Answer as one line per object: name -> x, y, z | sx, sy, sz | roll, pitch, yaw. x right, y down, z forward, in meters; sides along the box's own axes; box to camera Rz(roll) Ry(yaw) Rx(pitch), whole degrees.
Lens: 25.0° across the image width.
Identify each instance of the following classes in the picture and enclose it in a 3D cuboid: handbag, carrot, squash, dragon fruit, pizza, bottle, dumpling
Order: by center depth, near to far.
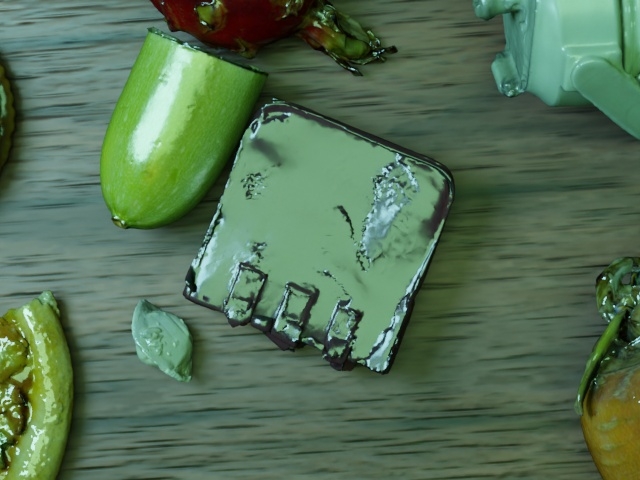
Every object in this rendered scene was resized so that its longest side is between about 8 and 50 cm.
bottle -> 0.303, -0.196, 1.226 | 0.352, 0.229, 0.229 | -8, 87, -1
carrot -> 0.327, 0.160, 1.229 | 0.193, 0.214, 0.331 | -31, 83, 7
squash -> -0.134, -0.093, 1.304 | 0.123, 0.123, 0.186 | 24, 90, 4
handbag -> 0.000, 0.000, 1.319 | 0.203, 0.074, 0.216 | 20, 91, 4
dragon fruit -> -0.045, -0.218, 1.319 | 0.246, 0.125, 0.125 | 28, 75, -12
dumpling -> -0.145, 0.092, 1.329 | 0.052, 0.057, 0.076 | 0, 88, 3
pizza -> -0.331, 0.172, 1.336 | 0.197, 0.058, 0.292 | 22, 89, 5

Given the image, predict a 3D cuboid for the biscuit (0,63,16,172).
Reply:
biscuit -> -0.396, -0.110, 1.348 | 0.220, 0.066, 0.220 | 0, 90, 6
